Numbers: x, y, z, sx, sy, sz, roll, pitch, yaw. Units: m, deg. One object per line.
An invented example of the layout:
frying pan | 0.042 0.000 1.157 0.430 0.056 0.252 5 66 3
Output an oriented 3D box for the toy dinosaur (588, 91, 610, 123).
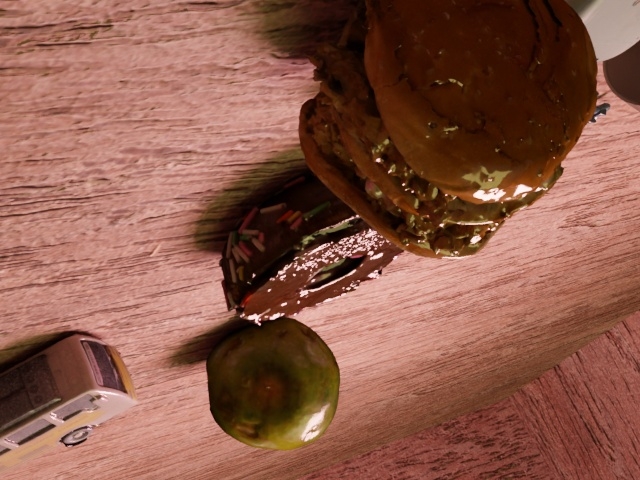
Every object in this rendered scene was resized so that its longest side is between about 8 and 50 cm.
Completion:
toy dinosaur | 0.319 -0.156 1.532 0.197 0.045 0.080 -20 172 -36

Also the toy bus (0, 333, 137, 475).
toy bus | -0.401 0.229 1.453 0.343 0.097 0.138 -28 156 4

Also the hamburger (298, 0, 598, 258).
hamburger | 0.102 -0.114 1.022 0.261 0.245 0.211 9 153 -22

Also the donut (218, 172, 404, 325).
donut | 0.000 0.000 1.397 0.270 0.103 0.269 -23 163 -8

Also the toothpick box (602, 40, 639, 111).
toothpick box | 0.421 -0.201 1.450 0.111 0.111 0.181 -36 160 23

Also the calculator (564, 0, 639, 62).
calculator | 0.324 -0.256 1.256 0.184 0.042 0.295 -10 154 -46

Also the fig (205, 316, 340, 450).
fig | -0.060 0.207 1.805 0.206 0.206 0.275 -31 177 8
